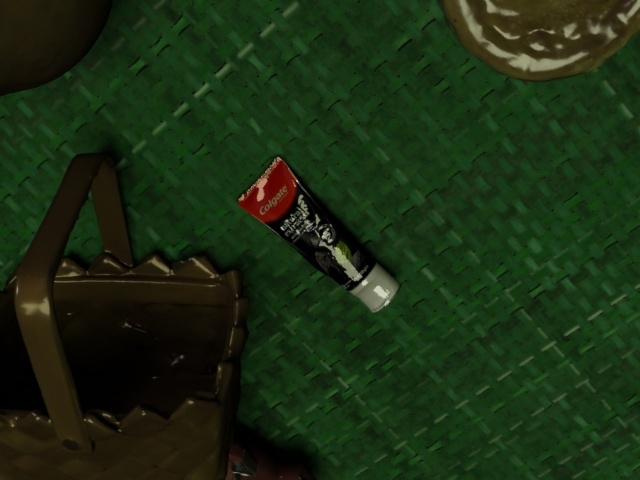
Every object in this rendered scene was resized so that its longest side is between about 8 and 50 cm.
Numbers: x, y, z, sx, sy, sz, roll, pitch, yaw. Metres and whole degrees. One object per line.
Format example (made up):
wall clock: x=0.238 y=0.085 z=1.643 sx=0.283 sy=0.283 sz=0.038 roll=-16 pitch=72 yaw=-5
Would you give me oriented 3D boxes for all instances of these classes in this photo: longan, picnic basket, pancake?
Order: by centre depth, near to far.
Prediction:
longan: x=-0.300 y=-0.236 z=0.752 sx=0.258 sy=0.258 sz=0.258 roll=1 pitch=114 yaw=3
pancake: x=0.223 y=-0.262 z=0.822 sx=0.236 sy=0.042 sz=0.222 roll=-31 pitch=106 yaw=15
picnic basket: x=-0.218 y=0.099 z=0.891 sx=0.292 sy=0.254 sz=0.320 roll=-2 pitch=124 yaw=4

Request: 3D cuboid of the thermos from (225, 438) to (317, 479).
thermos: x=-0.162 y=0.268 z=1.044 sx=0.330 sy=0.109 sz=0.136 roll=8 pitch=107 yaw=0

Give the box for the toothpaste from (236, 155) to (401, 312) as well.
toothpaste: x=0.000 y=0.000 z=0.954 sx=0.193 sy=0.045 sz=0.071 roll=44 pitch=109 yaw=-8
